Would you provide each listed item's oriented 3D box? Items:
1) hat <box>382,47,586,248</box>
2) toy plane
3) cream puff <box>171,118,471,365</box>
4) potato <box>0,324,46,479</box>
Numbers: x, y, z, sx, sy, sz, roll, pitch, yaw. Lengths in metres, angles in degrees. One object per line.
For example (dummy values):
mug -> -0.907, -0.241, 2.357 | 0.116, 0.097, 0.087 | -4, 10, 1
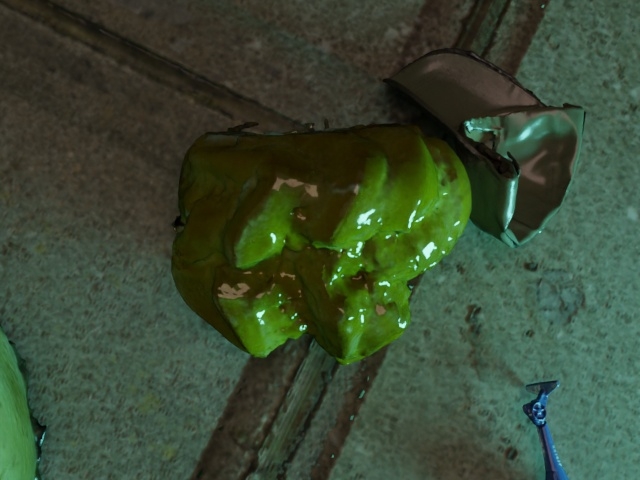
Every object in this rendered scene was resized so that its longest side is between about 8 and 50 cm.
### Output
hat -> 0.126, -0.082, 0.723 | 0.175, 0.085, 0.147 | 39, 46, 21
toy plane -> 0.189, 0.196, 0.695 | 0.062, 0.054, 0.167 | -11, 84, -32
cream puff -> 0.001, 0.001, 0.643 | 0.220, 0.195, 0.195 | -6, 83, -2
potato -> -0.317, 0.107, 0.578 | 0.242, 0.242, 0.286 | -31, 83, -9
